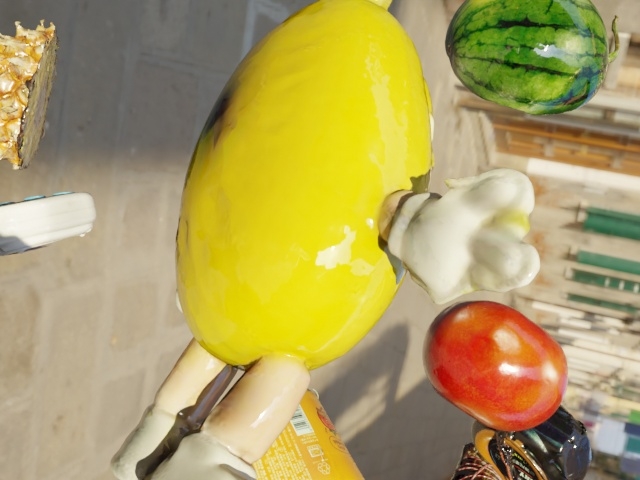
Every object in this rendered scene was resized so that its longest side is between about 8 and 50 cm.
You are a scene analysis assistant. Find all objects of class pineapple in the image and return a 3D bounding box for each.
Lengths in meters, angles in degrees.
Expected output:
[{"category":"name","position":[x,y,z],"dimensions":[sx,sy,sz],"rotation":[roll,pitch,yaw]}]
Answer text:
[{"category":"pineapple","position":[-0.574,-0.258,1.365],"dimensions":[0.262,0.271,0.262],"rotation":[-167,-90,-78]}]

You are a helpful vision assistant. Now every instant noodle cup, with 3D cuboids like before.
[{"category":"instant noodle cup","position":[-0.052,0.300,1.103],"dimensions":[0.216,0.215,0.172],"rotation":[72,-7,-60]}]

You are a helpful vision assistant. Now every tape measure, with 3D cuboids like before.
[{"category":"tape measure","position":[0.359,0.346,1.478],"dimensions":[0.135,0.202,0.223],"rotation":[-38,143,-28]}]

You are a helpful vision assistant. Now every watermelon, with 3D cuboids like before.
[{"category":"watermelon","position":[0.281,-0.269,1.122],"dimensions":[0.127,0.232,0.204],"rotation":[90,12,-58]}]

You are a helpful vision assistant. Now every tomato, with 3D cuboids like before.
[{"category":"tomato","position":[0.215,0.158,1.083],"dimensions":[0.136,0.195,0.195],"rotation":[-56,160,-8]}]

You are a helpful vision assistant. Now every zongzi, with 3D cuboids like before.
[{"category":"zongzi","position":[0.122,0.225,0.736],"dimensions":[0.067,0.073,0.083],"rotation":[61,13,-2]}]

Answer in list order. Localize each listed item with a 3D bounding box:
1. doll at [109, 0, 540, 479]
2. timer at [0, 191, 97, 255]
[{"category":"doll","position":[-0.023,0.025,0.603],"dimensions":[0.161,0.348,0.423],"rotation":[27,109,-34]},{"category":"timer","position":[-0.523,-0.021,1.452],"dimensions":[0.237,0.262,0.087],"rotation":[-27,107,-65]}]
